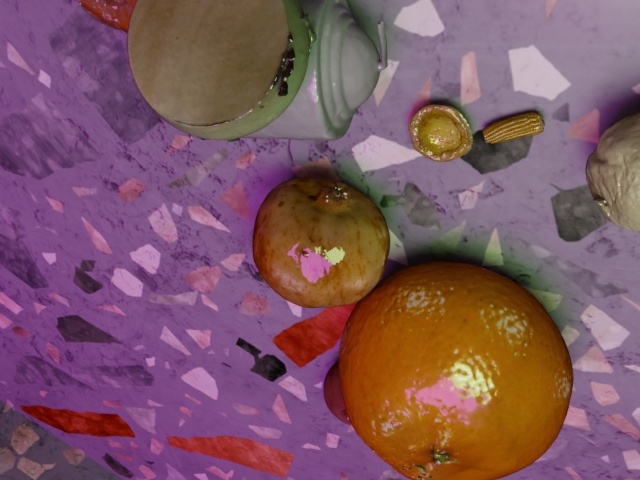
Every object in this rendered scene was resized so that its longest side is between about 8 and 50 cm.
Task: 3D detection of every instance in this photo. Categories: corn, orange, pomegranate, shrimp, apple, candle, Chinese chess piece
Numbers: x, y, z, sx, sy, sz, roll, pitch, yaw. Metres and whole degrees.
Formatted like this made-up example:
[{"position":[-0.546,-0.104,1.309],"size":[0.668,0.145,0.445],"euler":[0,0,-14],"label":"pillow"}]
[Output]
[{"position":[0.288,-0.168,1.010],"size":[0.092,0.037,0.037],"euler":[-13,122,32],"label":"corn"},{"position":[0.228,0.244,1.193],"size":[0.424,0.326,0.424],"euler":[14,134,15],"label":"orange"},{"position":[0.000,0.000,1.162],"size":[0.248,0.248,0.248],"euler":[13,133,14],"label":"pomegranate"},{"position":[-0.377,-0.433,1.068],"size":[0.317,0.062,0.164],"euler":[32,137,-8],"label":"shrimp"},{"position":[0.080,0.338,1.485],"size":[0.153,0.120,0.153],"euler":[12,133,14],"label":"apple"},{"position":[-0.058,-0.248,0.974],"size":[0.342,0.221,0.221],"euler":[6,131,18],"label":"candle"},{"position":[-0.123,-0.236,0.833],"size":[0.238,0.092,0.237],"euler":[1,92,17],"label":"Chinese chess piece"}]

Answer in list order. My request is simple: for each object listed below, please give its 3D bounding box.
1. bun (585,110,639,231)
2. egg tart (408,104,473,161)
[{"position":[0.463,-0.112,0.875],"size":[0.244,0.244,0.153],"euler":[-11,103,32],"label":"bun"},{"position":[0.189,-0.171,1.049],"size":[0.105,0.039,0.105],"euler":[13,133,14],"label":"egg tart"}]
